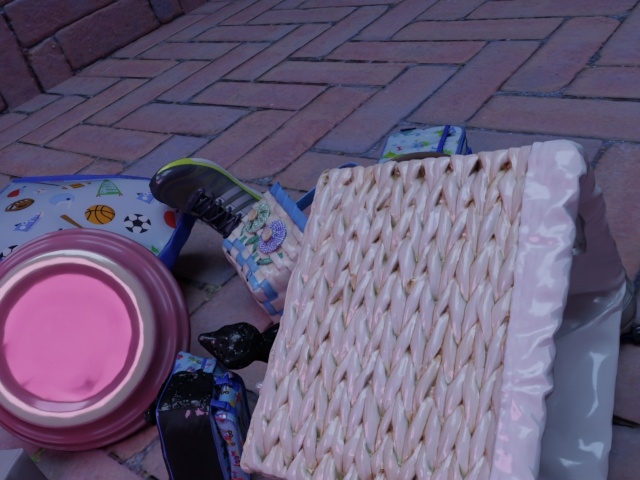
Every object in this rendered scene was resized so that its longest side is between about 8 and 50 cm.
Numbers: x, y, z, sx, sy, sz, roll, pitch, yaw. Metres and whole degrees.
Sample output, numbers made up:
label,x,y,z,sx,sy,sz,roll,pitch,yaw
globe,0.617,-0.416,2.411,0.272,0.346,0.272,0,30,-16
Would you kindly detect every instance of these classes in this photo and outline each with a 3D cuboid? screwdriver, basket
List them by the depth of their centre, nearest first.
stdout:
label,x,y,z,sx,sy,sz,roll,pitch,yaw
basket,0.140,0.116,0.655,0.266,0.328,0.331,4,69,33
screwdriver,0.385,0.134,0.886,0.170,0.024,0.025,-12,4,19
basket,0.000,0.000,1.084,0.289,0.201,0.255,-35,35,-8

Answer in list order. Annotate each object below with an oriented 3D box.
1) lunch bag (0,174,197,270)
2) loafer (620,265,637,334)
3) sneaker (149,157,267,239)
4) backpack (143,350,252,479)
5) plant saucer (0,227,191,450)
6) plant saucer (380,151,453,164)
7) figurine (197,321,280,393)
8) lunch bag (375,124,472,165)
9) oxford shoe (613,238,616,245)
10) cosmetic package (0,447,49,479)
label,x,y,z,sx,sy,sz,roll,pitch,yaw
lunch bag,-0.441,0.034,1.201,0.385,0.239,0.328,-4,33,10
loafer,0.265,0.127,0.850,0.319,0.111,0.112,-32,34,-9
sneaker,-0.172,-0.056,1.208,0.111,0.300,0.121,-51,38,25
backpack,-0.152,0.232,0.875,0.116,0.158,0.173,-7,22,1
plant saucer,-0.362,0.141,0.961,0.332,0.332,0.084,-22,-7,-7
plant saucer,0.152,0.008,0.967,0.278,0.278,0.041,-22,9,-7
figurine,-0.025,0.171,0.853,0.209,0.092,0.215,11,10,-44
lunch bag,0.206,-0.152,1.304,0.176,0.090,0.219,-1,33,23
oxford shoe,0.306,-0.033,1.065,0.363,0.130,0.132,16,40,39
cosmetic package,-0.461,0.390,0.828,0.127,0.107,0.238,-6,32,16
